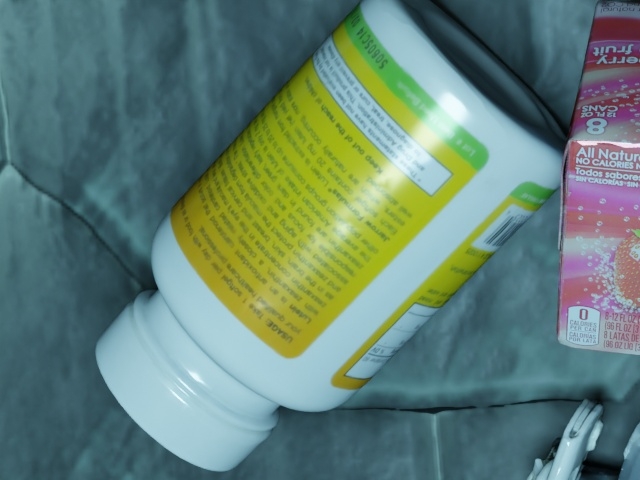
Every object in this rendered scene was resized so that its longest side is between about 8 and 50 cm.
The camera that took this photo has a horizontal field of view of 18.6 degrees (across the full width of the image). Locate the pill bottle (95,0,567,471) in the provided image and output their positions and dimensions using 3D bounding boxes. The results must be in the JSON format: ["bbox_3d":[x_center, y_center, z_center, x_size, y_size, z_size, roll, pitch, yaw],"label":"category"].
[{"bbox_3d":[0.000,0.000,1.001,0.136,0.136,0.245,46,106,9],"label":"pill bottle"}]

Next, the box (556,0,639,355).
[{"bbox_3d":[0.243,-0.021,0.896,0.257,0.128,0.122,6,128,11],"label":"box"}]

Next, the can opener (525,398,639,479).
[{"bbox_3d":[0.116,0.218,1.016,0.095,0.076,0.283,20,101,16],"label":"can opener"}]
